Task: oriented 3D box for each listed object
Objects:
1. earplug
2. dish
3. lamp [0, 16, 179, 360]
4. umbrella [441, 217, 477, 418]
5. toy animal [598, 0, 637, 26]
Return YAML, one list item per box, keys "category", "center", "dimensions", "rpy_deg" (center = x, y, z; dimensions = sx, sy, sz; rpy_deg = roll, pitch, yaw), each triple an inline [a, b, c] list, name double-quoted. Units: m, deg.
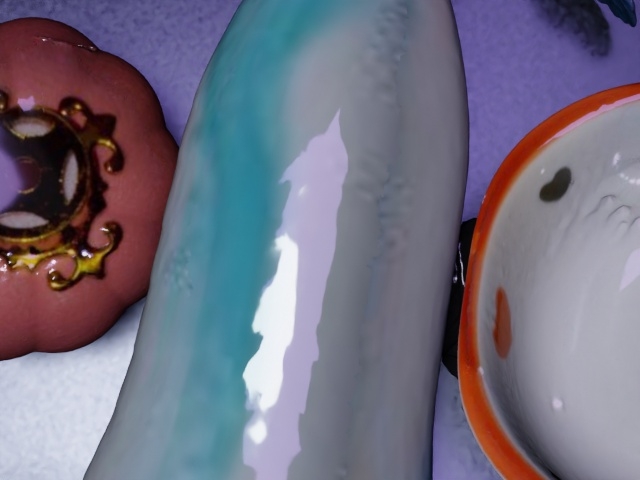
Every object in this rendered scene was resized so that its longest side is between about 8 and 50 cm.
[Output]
- category: "earplug"
  center: [0.000, 0.000, 0.693]
  dimensions: [0.185, 0.185, 0.324]
  rpy_deg: [12, 88, 2]
- category: "dish"
  center: [0.193, 0.049, 0.673]
  dimensions: [0.256, 0.117, 0.256]
  rpy_deg: [-7, 60, 13]
- category: "lamp"
  center: [-0.162, -0.027, 0.738]
  dimensions: [0.182, 0.140, 0.182]
  rpy_deg: [-1, 92, -16]
- category: "umbrella"
  center: [0.123, 0.099, 0.756]
  dimensions: [0.066, 0.059, 0.235]
  rpy_deg: [-35, 83, 20]
- category: "toy animal"
  center: [0.075, -0.219, 0.782]
  dimensions: [0.239, 0.176, 0.255]
  rpy_deg: [-37, 51, -6]
